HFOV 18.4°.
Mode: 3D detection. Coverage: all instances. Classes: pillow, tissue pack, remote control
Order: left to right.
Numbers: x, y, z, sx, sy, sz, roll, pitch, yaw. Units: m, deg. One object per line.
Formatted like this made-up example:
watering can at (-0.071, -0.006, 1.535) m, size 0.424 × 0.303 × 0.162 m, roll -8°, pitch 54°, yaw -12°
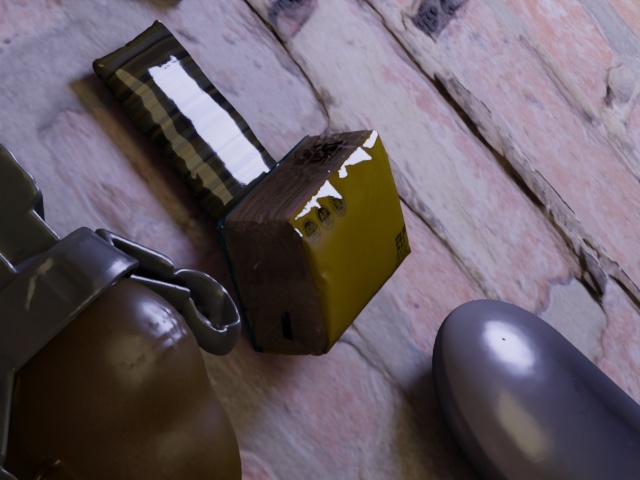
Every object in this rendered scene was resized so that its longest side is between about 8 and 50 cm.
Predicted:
pillow at (-0.093, -0.079, 1.573) m, size 0.203 × 0.038 × 0.113 m, roll 52°, pitch 34°, yaw -3°
tissue pack at (0.000, 0.000, 1.534) m, size 0.169 × 0.082 × 0.120 m, roll -47°, pitch 128°, yaw -53°
remote control at (0.218, 0.181, 1.679) m, size 0.332 × 0.103 × 0.221 m, roll 43°, pitch 27°, yaw -19°

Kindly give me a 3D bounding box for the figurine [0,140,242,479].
figurine at (-0.164, 0.079, 1.206) m, size 0.285 × 0.167 × 0.342 m, roll 45°, pitch 52°, yaw -1°
